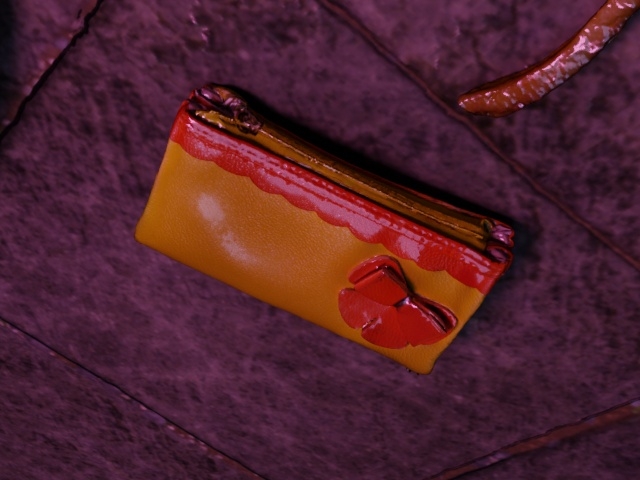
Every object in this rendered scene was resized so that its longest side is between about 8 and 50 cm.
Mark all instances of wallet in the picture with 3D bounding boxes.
[{"bbox_3d":[0.000,0.000,0.639,0.241,0.067,0.141,24,137,-5],"label":"wallet"}]

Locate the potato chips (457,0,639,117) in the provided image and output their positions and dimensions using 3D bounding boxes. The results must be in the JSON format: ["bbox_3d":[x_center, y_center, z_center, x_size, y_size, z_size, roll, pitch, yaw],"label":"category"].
[{"bbox_3d":[0.149,-0.122,0.484,0.037,0.026,0.204,42,136,-6],"label":"potato chips"}]
